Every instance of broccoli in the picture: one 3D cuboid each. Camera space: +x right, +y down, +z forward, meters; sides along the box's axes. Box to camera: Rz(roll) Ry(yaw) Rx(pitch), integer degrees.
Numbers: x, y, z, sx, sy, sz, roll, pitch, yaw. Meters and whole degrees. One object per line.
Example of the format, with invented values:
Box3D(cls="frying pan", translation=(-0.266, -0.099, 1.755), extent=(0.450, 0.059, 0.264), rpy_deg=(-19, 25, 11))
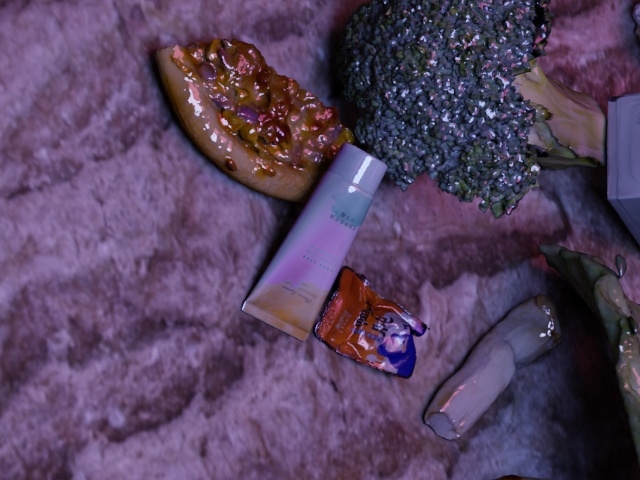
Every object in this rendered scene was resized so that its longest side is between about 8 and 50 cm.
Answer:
Box3D(cls="broccoli", translation=(0.171, -0.158, 1.837), extent=(0.252, 0.221, 0.361), rpy_deg=(58, 21, 5))

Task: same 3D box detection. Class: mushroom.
Box3D(cls="mushroom", translation=(0.168, 0.122, 1.855), extent=(0.202, 0.054, 0.059), rpy_deg=(-39, 107, -37))

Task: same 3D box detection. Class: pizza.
Box3D(cls="pizza", translation=(-0.048, -0.104, 1.710), extent=(0.246, 0.058, 0.127), rpy_deg=(43, 52, -28))

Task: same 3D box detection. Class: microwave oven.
Box3D(cls="microwave oven", translation=(0.390, -0.068, 1.994), extent=(0.208, 0.162, 0.122), rpy_deg=(41, 48, -60))

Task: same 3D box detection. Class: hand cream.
Box3D(cls="hand cream", translation=(0.000, 0.000, 1.705), extent=(0.076, 0.047, 0.174), rpy_deg=(29, 90, -33))

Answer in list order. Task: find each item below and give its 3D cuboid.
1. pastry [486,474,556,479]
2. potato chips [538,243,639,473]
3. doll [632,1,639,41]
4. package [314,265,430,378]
Box3D(cls="pastry", translation=(0.210, 0.330, 1.754), extent=(0.237, 0.170, 0.256), rpy_deg=(20, 60, -41))
Box3D(cls="potato chips", translation=(0.314, 0.172, 1.857), extent=(0.373, 0.097, 0.389), rpy_deg=(43, 30, -59))
Box3D(cls="doll", translation=(0.438, -0.248, 2.171), extent=(0.115, 0.105, 0.221), rpy_deg=(39, 31, 25))
Box3D(cls="package", translation=(0.048, 0.078, 1.768), extent=(0.111, 0.033, 0.077), rpy_deg=(29, 83, -18))
